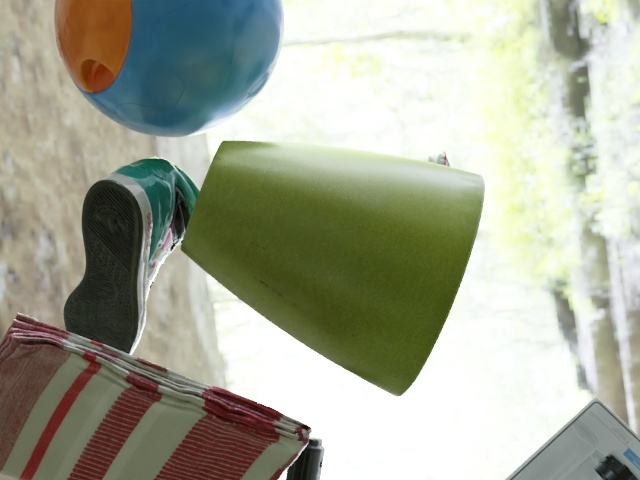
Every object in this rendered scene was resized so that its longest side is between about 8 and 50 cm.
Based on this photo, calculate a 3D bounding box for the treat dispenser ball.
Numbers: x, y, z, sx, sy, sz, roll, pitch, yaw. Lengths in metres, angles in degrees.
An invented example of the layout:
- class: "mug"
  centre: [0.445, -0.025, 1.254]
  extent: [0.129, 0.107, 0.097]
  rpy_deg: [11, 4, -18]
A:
- class: "treat dispenser ball"
  centre: [-0.188, -0.274, 1.570]
  extent: [0.288, 0.288, 0.288]
  rpy_deg: [-7, -90, -79]

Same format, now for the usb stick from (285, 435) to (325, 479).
- class: "usb stick"
  centre: [-0.035, 0.405, 1.700]
  extent: [0.077, 0.045, 0.278]
  rpy_deg: [25, -107, -69]

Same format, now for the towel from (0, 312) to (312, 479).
- class: "towel"
  centre: [-0.203, 0.213, 1.303]
  extent: [0.237, 0.329, 0.037]
  rpy_deg: [-55, 20, 38]

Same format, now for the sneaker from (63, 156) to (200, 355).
- class: "sneaker"
  centre: [-0.224, 0.014, 1.554]
  extent: [0.178, 0.123, 0.296]
  rpy_deg: [-44, -23, -50]

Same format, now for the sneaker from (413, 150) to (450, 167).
- class: "sneaker"
  centre: [0.160, -0.032, 2.141]
  extent: [0.103, 0.111, 0.252]
  rpy_deg: [61, -146, -60]

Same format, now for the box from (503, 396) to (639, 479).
- class: "box"
  centre: [0.317, 0.366, 1.641]
  extent: [0.169, 0.290, 0.087]
  rpy_deg: [46, 164, 22]

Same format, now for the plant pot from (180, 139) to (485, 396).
- class: "plant pot"
  centre: [0.000, 0.000, 1.434]
  extent: [0.275, 0.293, 0.275]
  rpy_deg: [-159, 90, -86]
